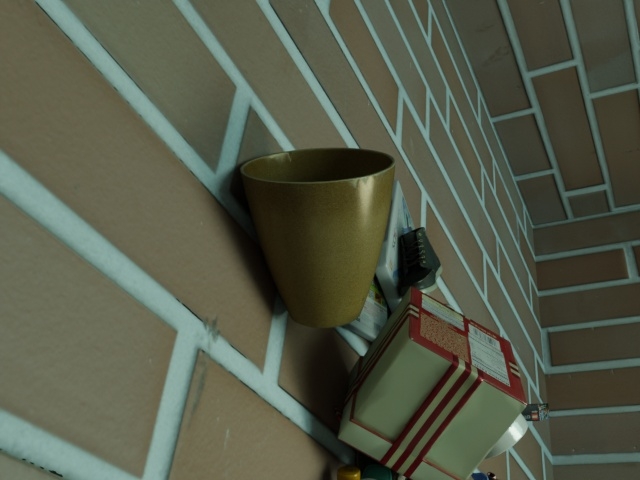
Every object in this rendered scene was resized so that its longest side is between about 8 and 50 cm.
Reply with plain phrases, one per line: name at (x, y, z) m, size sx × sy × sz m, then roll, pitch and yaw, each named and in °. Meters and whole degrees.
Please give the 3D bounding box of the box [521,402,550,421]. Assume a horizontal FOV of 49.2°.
box at (0.498, 0.477, 1.924) m, size 0.159 × 0.233 × 0.044 m, roll 24°, pitch 60°, yaw -62°

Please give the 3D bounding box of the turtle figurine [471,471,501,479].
turtle figurine at (0.312, 0.653, 1.524) m, size 0.266 × 0.198 × 0.274 m, roll 71°, pitch 22°, yaw -60°

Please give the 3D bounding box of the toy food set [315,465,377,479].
toy food set at (0.027, 0.447, 1.080) m, size 0.232 × 0.111 × 0.104 m, roll -16°, pitch 107°, yaw -66°

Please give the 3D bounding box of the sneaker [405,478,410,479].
sneaker at (0.233, 0.495, 1.527) m, size 0.097 × 0.084 × 0.234 m, roll 64°, pitch 28°, yaw -27°

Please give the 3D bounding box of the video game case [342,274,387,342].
video game case at (0.085, 0.095, 1.446) m, size 0.227 × 0.026 × 0.206 m, roll 36°, pitch 49°, yaw -55°

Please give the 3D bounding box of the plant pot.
plant pot at (0.000, 0.000, 1.107) m, size 0.237 × 0.237 × 0.254 m, roll -41°, pitch 133°, yaw -62°

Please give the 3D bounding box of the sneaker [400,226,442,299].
sneaker at (0.201, 0.049, 1.524) m, size 0.118 × 0.083 × 0.222 m, roll 66°, pitch 21°, yaw -8°

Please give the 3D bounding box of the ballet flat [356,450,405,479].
ballet flat at (0.112, 0.432, 1.302) m, size 0.316 × 0.108 × 0.106 m, roll -59°, pitch 153°, yaw -48°

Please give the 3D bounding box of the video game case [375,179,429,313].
video game case at (0.201, 0.072, 1.650) m, size 0.299 × 0.036 × 0.329 m, roll -76°, pitch 151°, yaw -46°

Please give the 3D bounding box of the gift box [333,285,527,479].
gift box at (0.192, 0.268, 1.231) m, size 0.255 × 0.258 × 0.276 m, roll 32°, pitch 19°, yaw 2°

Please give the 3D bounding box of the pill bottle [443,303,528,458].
pill bottle at (0.292, 0.297, 1.464) m, size 0.301 × 0.169 × 0.169 m, roll 53°, pitch 26°, yaw 3°
